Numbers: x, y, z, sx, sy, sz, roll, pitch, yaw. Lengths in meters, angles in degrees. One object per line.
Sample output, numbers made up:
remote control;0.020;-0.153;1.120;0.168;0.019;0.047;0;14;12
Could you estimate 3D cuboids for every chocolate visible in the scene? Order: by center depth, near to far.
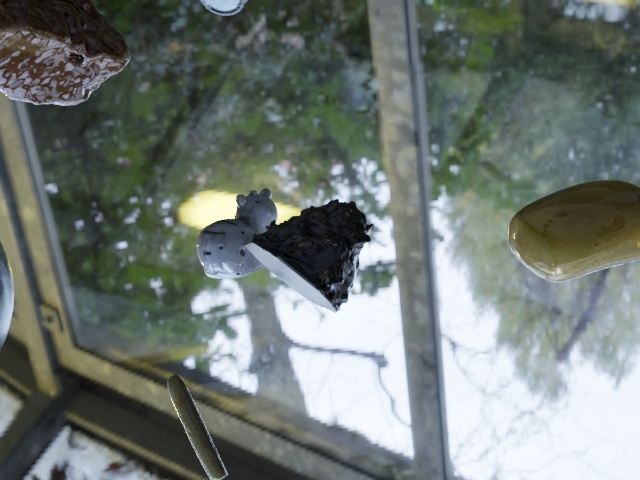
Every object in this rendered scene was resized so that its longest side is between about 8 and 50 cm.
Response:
chocolate;0.000;0.000;1.581;0.156;0.156;0.133;26;-107;43

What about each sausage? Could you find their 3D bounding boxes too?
sausage;-0.145;0.217;1.411;0.024;0.132;0.024;-27;174;-3

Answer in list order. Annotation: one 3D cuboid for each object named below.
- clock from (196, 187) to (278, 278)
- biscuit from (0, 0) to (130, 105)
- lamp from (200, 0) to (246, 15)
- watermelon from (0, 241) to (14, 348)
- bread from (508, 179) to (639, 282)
clock;-0.127;-0.012;1.918;0.080;0.117;0.176;0;-165;36
biscuit;-0.489;-0.369;1.704;0.342;0.166;0.395;5;-134;-48
lamp;0.031;-0.351;1.570;0.371;0.130;0.108;-7;-135;23
watermelon;-0.447;0.057;1.256;0.269;0.269;0.269;-5;-150;3
bread;0.375;-0.024;1.722;0.217;0.098;0.147;-17;-143;-23
